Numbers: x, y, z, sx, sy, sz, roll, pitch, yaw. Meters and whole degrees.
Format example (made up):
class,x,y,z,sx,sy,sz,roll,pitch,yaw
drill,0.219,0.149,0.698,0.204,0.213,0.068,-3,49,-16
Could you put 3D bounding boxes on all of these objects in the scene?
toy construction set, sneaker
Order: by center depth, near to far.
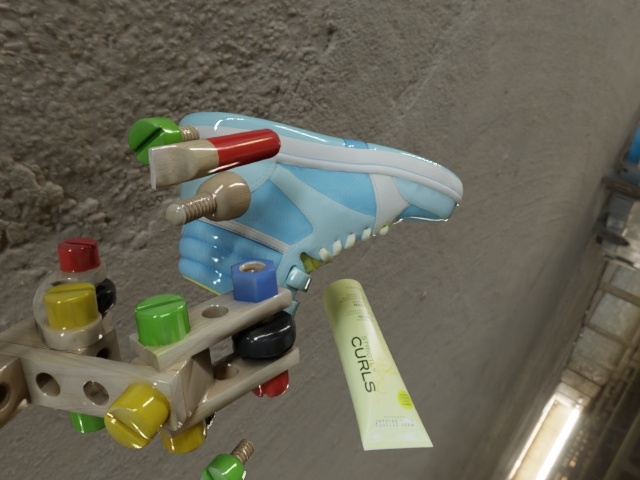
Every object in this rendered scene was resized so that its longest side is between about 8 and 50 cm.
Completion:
class,x,y,z,sx,sy,sz,roll,pitch,yaw
toy construction set,-0.154,0.063,0.360,0.309,0.257,0.237,-65,167,24
sneaker,0.000,0.000,0.535,0.318,0.127,0.209,8,89,-21

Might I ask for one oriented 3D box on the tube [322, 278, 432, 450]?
class,x,y,z,sx,sy,sz,roll,pitch,yaw
tube,0.061,0.152,0.649,0.069,0.240,0.062,-22,134,3
